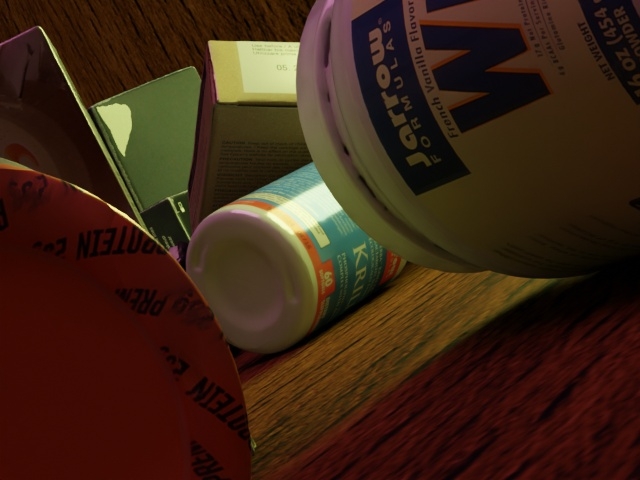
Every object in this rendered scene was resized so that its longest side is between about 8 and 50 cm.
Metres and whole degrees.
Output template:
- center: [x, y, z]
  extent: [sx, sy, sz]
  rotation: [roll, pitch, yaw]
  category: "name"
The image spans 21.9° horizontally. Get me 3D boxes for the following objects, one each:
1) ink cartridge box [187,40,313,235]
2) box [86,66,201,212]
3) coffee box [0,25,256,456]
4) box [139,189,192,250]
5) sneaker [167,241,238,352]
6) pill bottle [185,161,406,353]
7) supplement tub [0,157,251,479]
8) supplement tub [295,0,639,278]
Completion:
- center: [0.004, -0.084, 1.501]
  extent: [0.234, 0.088, 0.193]
  rotation: [1, -42, -12]
  category: "ink cartridge box"
- center: [-0.227, -0.013, 2.026]
  extent: [0.182, 0.296, 0.294]
  rotation: [-28, 4, -41]
  category: "box"
- center: [-0.151, 0.031, 0.873]
  extent: [0.141, 0.247, 0.098]
  rotation: [-26, 1, -5]
  category: "coffee box"
- center: [-0.165, 0.047, 1.726]
  extent: [0.158, 0.156, 0.093]
  rotation: [-26, 2, 23]
  category: "box"
- center: [-0.241, 0.092, 1.453]
  extent: [0.257, 0.169, 0.447]
  rotation: [-27, -1, 34]
  category: "sneaker"
- center: [0.000, 0.000, 1.365]
  extent: [0.124, 0.124, 0.221]
  rotation: [-25, 4, 39]
  category: "pill bottle"
- center: [-0.151, 0.079, 0.543]
  extent: [0.193, 0.194, 0.316]
  rotation: [-28, 2, -27]
  category: "supplement tub"
- center: [0.150, -0.110, 0.820]
  extent: [0.235, 0.235, 0.325]
  rotation: [-28, 3, -32]
  category: "supplement tub"
